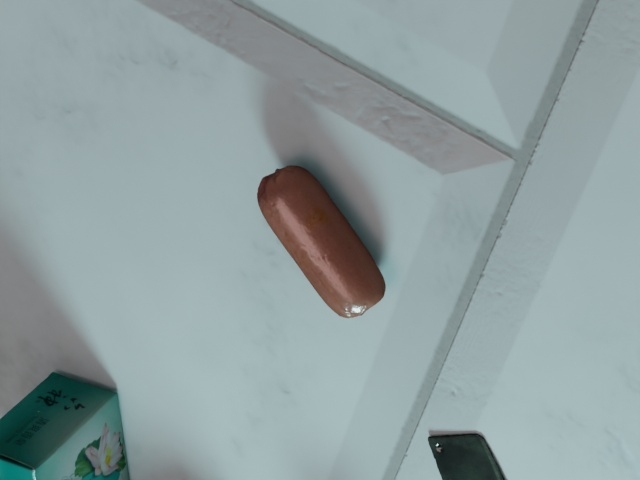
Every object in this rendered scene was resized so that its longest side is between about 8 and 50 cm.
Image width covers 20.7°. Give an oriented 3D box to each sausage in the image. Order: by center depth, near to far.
[{"bbox_3d":[0.000,0.000,1.603,0.062,0.062,0.154,-30,98,42],"label":"sausage"}]

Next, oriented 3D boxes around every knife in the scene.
[{"bbox_3d":[0.171,0.296,1.708,0.072,0.019,0.245,-7,112,35],"label":"knife"}]

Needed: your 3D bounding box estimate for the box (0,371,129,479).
[{"bbox_3d":[-0.285,0.289,1.916,0.092,0.153,0.245,13,126,26],"label":"box"}]
